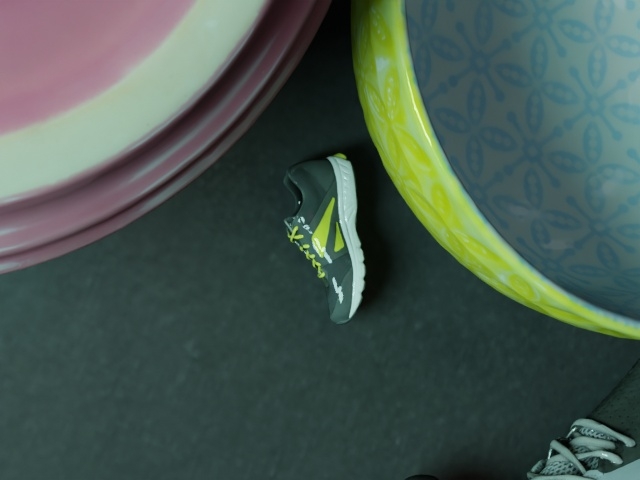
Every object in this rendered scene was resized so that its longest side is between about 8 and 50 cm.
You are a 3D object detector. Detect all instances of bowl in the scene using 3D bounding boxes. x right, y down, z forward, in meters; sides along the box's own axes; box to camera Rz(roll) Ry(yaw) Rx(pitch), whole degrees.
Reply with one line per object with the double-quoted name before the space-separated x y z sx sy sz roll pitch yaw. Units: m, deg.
"bowl" 0.122 -0.089 0.742 0.289 0.156 0.289 4 81 -27

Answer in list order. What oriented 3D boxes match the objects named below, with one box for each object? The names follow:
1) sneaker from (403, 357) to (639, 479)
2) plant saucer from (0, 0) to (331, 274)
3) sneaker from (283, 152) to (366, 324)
"sneaker" 0.107 0.126 0.746 0.132 0.086 0.228 34 70 -17
"plant saucer" -0.129 -0.138 0.475 0.332 0.084 0.332 -6 108 -19
"sneaker" 0.000 0.000 0.741 0.035 0.031 0.083 -4 80 -14
